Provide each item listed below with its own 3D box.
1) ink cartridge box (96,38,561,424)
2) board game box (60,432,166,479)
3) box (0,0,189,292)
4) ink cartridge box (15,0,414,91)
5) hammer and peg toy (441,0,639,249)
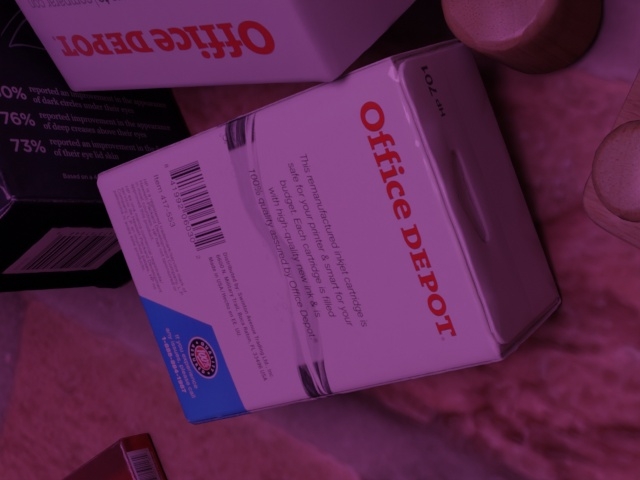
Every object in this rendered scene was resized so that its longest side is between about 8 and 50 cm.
[{"bbox_3d":[0.000,0.000,0.565,0.190,0.082,0.140,-17,95,34],"label":"ink cartridge box"},{"bbox_3d":[-0.181,0.251,0.754,0.281,0.027,0.145,-37,69,31],"label":"board game box"},{"bbox_3d":[-0.179,-0.082,0.670,0.108,0.153,0.207,-36,69,32],"label":"box"},{"bbox_3d":[-0.089,-0.215,0.512,0.211,0.121,0.289,6,135,45],"label":"ink cartridge box"},{"bbox_3d":[0.205,-0.096,0.398,0.361,0.127,0.266,34,110,31],"label":"hammer and peg toy"}]
